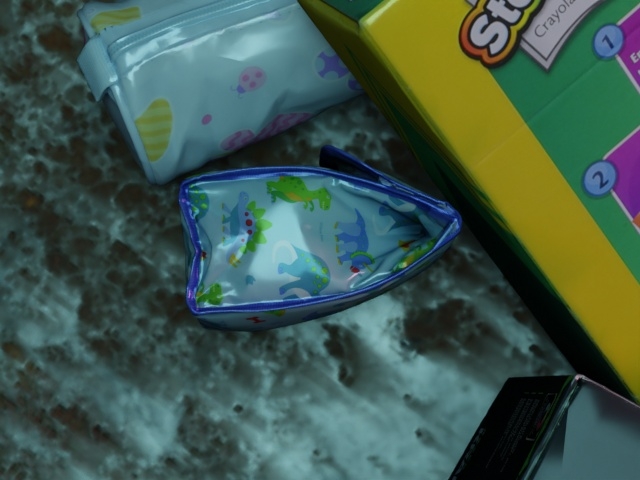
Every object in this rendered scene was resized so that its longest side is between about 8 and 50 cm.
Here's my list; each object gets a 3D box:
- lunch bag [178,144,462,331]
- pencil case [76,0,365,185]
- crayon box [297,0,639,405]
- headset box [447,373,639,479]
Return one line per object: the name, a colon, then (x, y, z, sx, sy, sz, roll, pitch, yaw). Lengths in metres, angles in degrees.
lunch bag: (0.000, 0.000, 1.002, 0.151, 0.129, 0.096, -3, 86, -1)
pencil case: (0.001, -0.128, 1.015, 0.273, 0.124, 0.113, -22, 89, -2)
crayon box: (0.220, -0.126, 0.962, 0.363, 0.106, 0.313, -41, 117, -4)
headset box: (0.111, 0.204, 0.911, 0.131, 0.283, 0.246, 29, 86, 1)
